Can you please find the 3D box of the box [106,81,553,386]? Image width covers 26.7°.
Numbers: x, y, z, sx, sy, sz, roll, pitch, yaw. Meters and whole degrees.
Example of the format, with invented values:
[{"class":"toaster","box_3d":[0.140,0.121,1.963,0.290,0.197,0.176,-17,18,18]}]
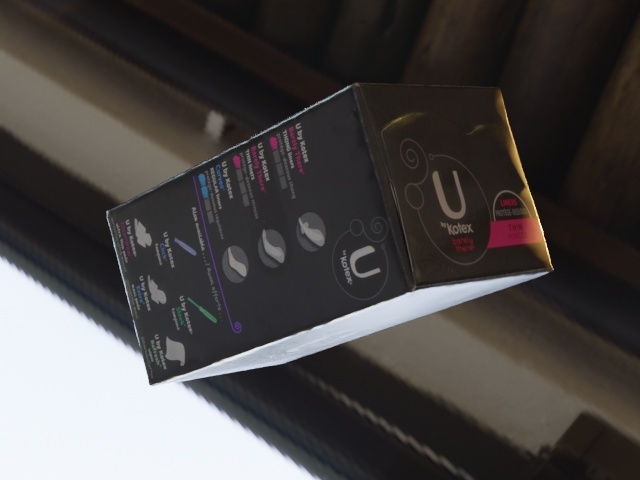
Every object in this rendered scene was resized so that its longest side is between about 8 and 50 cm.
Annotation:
[{"class":"box","box_3d":[0.000,0.000,0.969,0.270,0.165,0.143,-23,-101,42]}]
